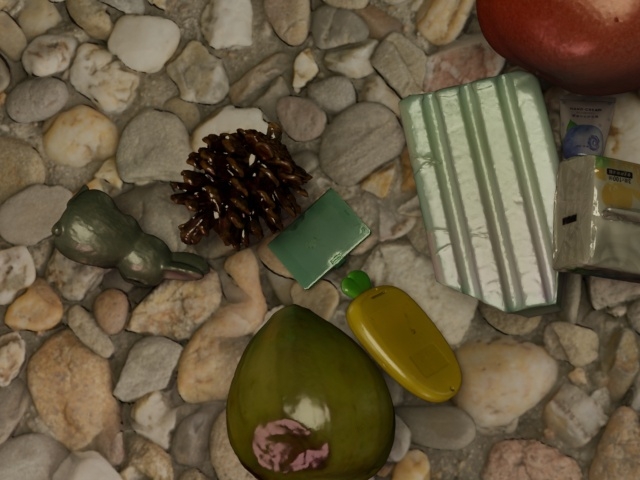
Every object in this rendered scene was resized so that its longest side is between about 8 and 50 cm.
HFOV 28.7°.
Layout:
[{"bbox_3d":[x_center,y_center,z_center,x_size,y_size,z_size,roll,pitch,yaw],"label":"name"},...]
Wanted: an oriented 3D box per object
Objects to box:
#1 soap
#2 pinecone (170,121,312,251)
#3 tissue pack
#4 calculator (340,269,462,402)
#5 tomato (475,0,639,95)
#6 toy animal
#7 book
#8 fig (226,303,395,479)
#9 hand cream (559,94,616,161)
[{"bbox_3d":[0.251,-0.058,1.813,0.208,0.115,0.346,-13,77,9],"label":"soap"},{"bbox_3d":[-0.126,-0.076,1.863,0.212,0.186,0.168,-35,49,17],"label":"pinecone"},{"bbox_3d":[0.451,-0.025,1.703,0.229,0.145,0.159,10,79,-22],"label":"tissue pack"},{"bbox_3d":[0.114,0.134,1.796,0.235,0.146,0.032,50,127,12],"label":"calculator"},{"bbox_3d":[0.379,-0.333,1.733,0.341,0.341,0.272,23,83,15],"label":"tomato"},{"bbox_3d":[-0.298,0.021,1.915,0.236,0.138,0.108,37,119,2],"label":"toy animal"},{"bbox_3d":[0.000,0.000,1.903,0.135,0.017,0.103,-42,72,0],"label":"book"},{"bbox_3d":[-0.015,0.220,1.757,0.240,0.239,0.271,-10,70,9],"label":"fig"},{"bbox_3d":[0.388,-0.152,1.842,0.084,0.053,0.142,5,70,13],"label":"hand cream"}]
